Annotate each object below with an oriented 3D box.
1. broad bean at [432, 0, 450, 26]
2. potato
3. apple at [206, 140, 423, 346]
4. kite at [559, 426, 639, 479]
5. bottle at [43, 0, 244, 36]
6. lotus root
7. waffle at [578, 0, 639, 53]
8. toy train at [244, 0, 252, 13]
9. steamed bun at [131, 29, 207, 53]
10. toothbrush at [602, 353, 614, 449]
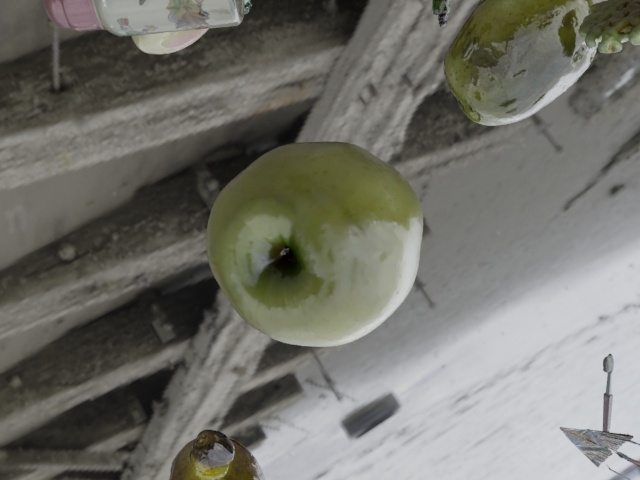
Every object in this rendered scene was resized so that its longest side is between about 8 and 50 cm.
[{"bbox_3d":[0.247,-0.423,1.512,0.195,0.061,0.046,-39,179,27],"label":"broad bean"},{"bbox_3d":[0.286,-0.269,1.358,0.228,0.149,0.197,-27,122,13],"label":"potato"},{"bbox_3d":[0.000,0.000,2.034,0.473,0.474,0.474,-29,159,-12],"label":"apple"},{"bbox_3d":[0.456,0.330,1.528,0.183,0.160,0.010,97,19,-62],"label":"kite"},{"bbox_3d":[-0.230,-0.325,1.235,0.253,0.121,0.120,-4,160,5],"label":"bottle"},{"bbox_3d":[-0.138,0.361,1.279,0.141,0.169,0.314,-5,125,1],"label":"lotus root"},{"bbox_3d":[0.361,-0.248,1.024,0.169,0.036,0.183,-15,-159,17],"label":"waffle"},{"bbox_3d":[-0.135,-0.364,1.413,0.033,0.083,0.053,-44,143,5],"label":"toy train"},{"bbox_3d":[-0.220,-0.417,1.511,0.152,0.170,0.239,-6,150,-32],"label":"steamed bun"},{"bbox_3d":[0.479,0.276,1.601,0.017,0.014,0.195,-22,118,-31],"label":"toothbrush"}]
